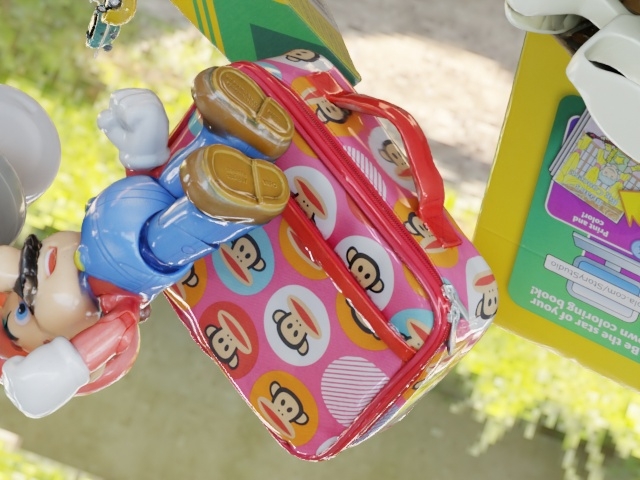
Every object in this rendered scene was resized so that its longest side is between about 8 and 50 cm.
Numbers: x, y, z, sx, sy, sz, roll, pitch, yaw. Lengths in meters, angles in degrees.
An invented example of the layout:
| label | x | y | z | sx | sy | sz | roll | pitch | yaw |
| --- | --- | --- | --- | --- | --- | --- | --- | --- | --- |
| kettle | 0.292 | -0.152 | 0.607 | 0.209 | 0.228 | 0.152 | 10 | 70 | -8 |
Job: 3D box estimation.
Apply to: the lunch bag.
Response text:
| label | x | y | z | sx | sy | sz | roll | pitch | yaw |
| --- | --- | --- | --- | --- | --- | --- | --- | --- | --- |
| lunch bag | 0.000 | 0.000 | 1.436 | 0.293 | 0.258 | 0.120 | 51 | -144 | 16 |

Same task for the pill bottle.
| label | x | y | z | sx | sy | sz | roll | pitch | yaw |
| --- | --- | --- | --- | --- | --- | --- | --- | --- | --- |
| pill bottle | -0.348 | -0.058 | 1.763 | 0.124 | 0.124 | 0.221 | 24 | 151 | -24 |

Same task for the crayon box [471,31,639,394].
| label | x | y | z | sx | sy | sz | roll | pitch | yaw |
| --- | --- | --- | --- | --- | --- | --- | --- | --- | --- |
| crayon box | 0.311 | -0.006 | 1.418 | 0.363 | 0.106 | 0.313 | 26 | 136 | 16 |

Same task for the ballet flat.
| label | x | y | z | sx | sy | sz | roll | pitch | yaw |
| --- | --- | --- | --- | --- | --- | --- | --- | --- | --- |
| ballet flat | 0.192 | -0.129 | 1.149 | 0.124 | 0.342 | 0.116 | -10 | 147 | -37 |

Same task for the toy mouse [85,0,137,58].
| label | x | y | z | sx | sy | sz | roll | pitch | yaw |
| --- | --- | --- | --- | --- | --- | --- | --- | --- | --- |
| toy mouse | -0.208 | -0.248 | 1.851 | 0.031 | 0.161 | 0.143 | 16 | 173 | -16 |

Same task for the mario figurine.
| label | x | y | z | sx | sy | sz | roll | pitch | yaw |
| --- | --- | --- | --- | --- | --- | --- | --- | --- | --- |
| mario figurine | -0.169 | 0.003 | 1.340 | 0.170 | 0.320 | 0.198 | 51 | -146 | 3 |

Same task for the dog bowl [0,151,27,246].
| label | x | y | z | sx | sy | sz | roll | pitch | yaw |
| --- | --- | --- | --- | --- | --- | --- | --- | --- | --- |
| dog bowl | -0.421 | -0.023 | 1.486 | 0.349 | 0.102 | 0.349 | 15 | -152 | -8 |

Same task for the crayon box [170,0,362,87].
| label | x | y | z | sx | sy | sz | roll | pitch | yaw |
| --- | --- | --- | --- | --- | --- | --- | --- | --- | --- |
| crayon box | -0.106 | -0.266 | 1.645 | 0.318 | 0.081 | 0.202 | 45 | -166 | -31 |
